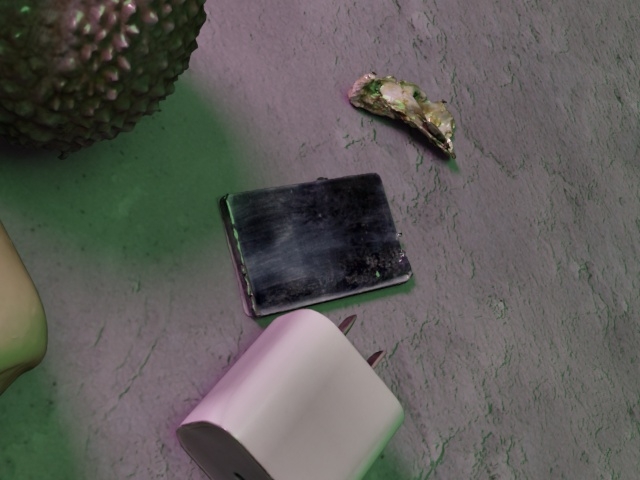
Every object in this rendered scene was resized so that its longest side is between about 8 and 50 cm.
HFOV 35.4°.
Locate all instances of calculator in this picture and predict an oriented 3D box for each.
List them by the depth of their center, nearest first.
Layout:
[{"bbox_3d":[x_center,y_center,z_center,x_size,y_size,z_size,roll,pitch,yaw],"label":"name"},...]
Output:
[{"bbox_3d":[0.000,0.000,1.276,0.262,0.021,0.161,-9,81,-37],"label":"calculator"}]

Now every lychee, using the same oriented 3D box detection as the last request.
[{"bbox_3d":[-0.257,-0.232,0.992,0.300,0.300,0.299,11,69,-32],"label":"lychee"}]

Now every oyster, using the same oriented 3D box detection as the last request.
[{"bbox_3d":[0.125,-0.180,1.412,0.200,0.061,0.106,41,39,-21],"label":"oyster"}]

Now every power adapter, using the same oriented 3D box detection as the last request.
[{"bbox_3d":[-0.012,0.189,1.143,0.187,0.124,0.255,52,54,-12],"label":"power adapter"}]

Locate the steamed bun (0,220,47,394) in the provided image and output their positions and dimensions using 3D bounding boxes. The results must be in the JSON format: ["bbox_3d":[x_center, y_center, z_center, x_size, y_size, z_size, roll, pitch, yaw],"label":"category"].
[{"bbox_3d":[-0.457,0.045,0.771,0.456,0.290,0.371,-31,94,-37],"label":"steamed bun"}]
